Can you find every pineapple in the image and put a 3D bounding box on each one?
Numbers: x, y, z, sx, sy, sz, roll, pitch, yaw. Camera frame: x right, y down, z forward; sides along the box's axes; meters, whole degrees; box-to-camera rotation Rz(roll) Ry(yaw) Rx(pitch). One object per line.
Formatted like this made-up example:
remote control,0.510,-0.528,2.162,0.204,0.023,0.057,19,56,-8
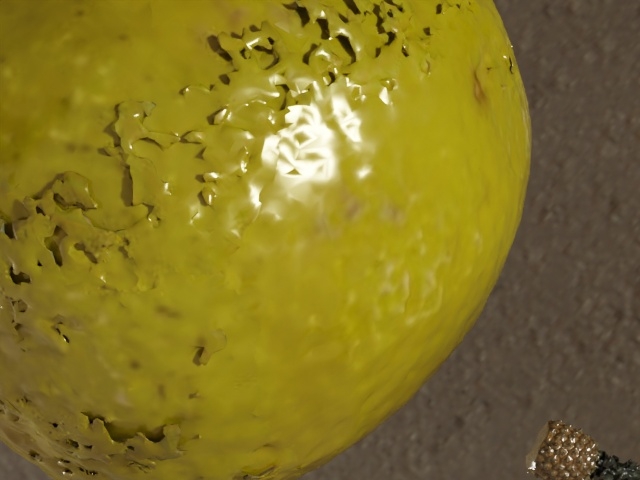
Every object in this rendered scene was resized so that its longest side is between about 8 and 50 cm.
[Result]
pineapple,0.242,0.201,1.333,0.124,0.058,0.058,25,131,-1

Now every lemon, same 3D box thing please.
lemon,-0.044,-0.033,0.643,0.258,0.310,0.258,22,131,27
